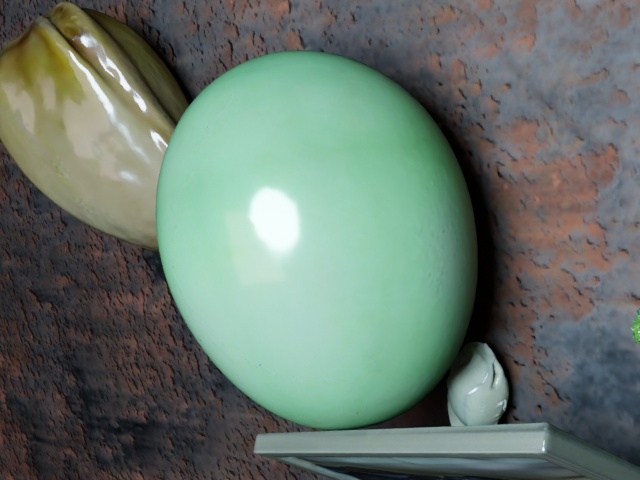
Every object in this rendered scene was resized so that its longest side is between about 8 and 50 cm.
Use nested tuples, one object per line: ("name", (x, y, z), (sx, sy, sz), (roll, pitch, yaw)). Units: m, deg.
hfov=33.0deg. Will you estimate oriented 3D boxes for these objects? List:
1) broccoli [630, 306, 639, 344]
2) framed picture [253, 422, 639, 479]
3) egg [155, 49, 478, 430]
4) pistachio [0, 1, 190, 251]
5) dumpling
("broccoli", (0.257, 0.074, 0.564), (0.195, 0.156, 0.195), (16, 137, 15))
("framed picture", (0.107, 0.162, 0.737), (0.265, 0.192, 0.018), (-14, 57, 49))
("egg", (0.000, 0.000, 0.761), (0.220, 0.220, 0.270), (-18, 98, 49))
("pistachio", (-0.196, -0.090, 1.002), (0.260, 0.163, 0.213), (56, 158, 0))
("dumpling", (0.113, 0.110, 0.809), (0.059, 0.043, 0.077), (36, 144, 55))
